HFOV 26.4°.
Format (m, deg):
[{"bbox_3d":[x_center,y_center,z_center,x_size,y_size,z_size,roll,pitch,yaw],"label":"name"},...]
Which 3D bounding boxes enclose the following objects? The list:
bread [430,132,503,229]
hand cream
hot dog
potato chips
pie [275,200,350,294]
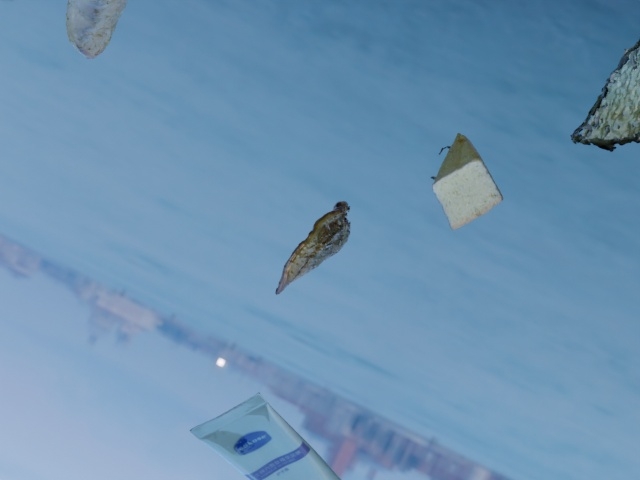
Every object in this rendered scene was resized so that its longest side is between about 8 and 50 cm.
[{"bbox_3d":[0.178,-0.084,1.780,0.084,0.080,0.109,59,-175,-29],"label":"bread"},{"bbox_3d":[-0.042,0.312,1.857,0.321,0.109,0.067,49,-161,-37],"label":"hand cream"},{"bbox_3d":[-0.249,-0.273,1.523,0.061,0.078,0.169,52,135,11],"label":"hot dog"},{"bbox_3d":[0.288,-0.175,1.126,0.029,0.202,0.220,50,156,44],"label":"potato chips"},{"bbox_3d":[0.000,0.000,1.619,0.034,0.092,0.170,30,-152,15],"label":"pie"}]
